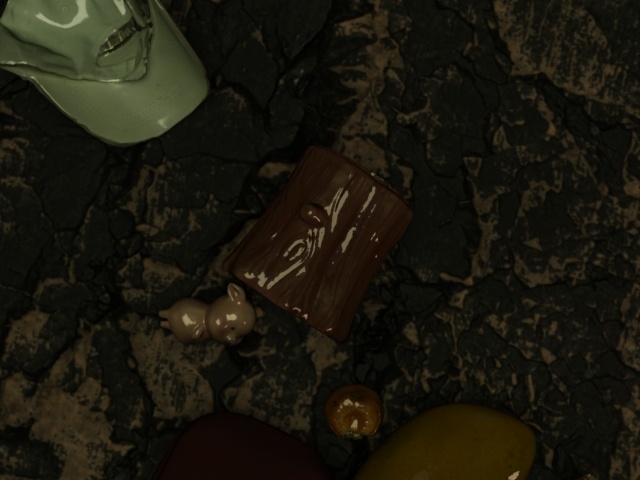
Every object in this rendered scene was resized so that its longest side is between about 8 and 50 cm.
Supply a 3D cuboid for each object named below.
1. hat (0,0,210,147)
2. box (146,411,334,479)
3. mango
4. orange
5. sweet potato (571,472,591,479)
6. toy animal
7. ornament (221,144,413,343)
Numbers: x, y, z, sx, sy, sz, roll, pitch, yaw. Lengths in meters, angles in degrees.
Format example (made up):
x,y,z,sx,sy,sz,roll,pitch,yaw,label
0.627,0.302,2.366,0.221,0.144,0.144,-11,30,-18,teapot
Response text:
x,y,z,sx,sy,sz,roll,pitch,yaw,label
-0.284,-0.290,1.820,0.258,0.168,0.301,-34,114,23,hat
-0.143,0.427,1.742,0.263,0.108,0.404,27,61,2,box
0.158,0.353,1.779,0.211,0.173,0.317,44,83,-2,mango
0.048,0.241,1.834,0.086,0.062,0.086,-1,106,-3,orange
0.342,0.427,1.826,0.068,0.068,0.226,5,103,2,sweet potato
-0.155,0.109,1.831,0.150,0.083,0.089,-7,87,3,toy animal
0.000,0.000,1.779,0.235,0.221,0.217,35,86,-39,ornament
